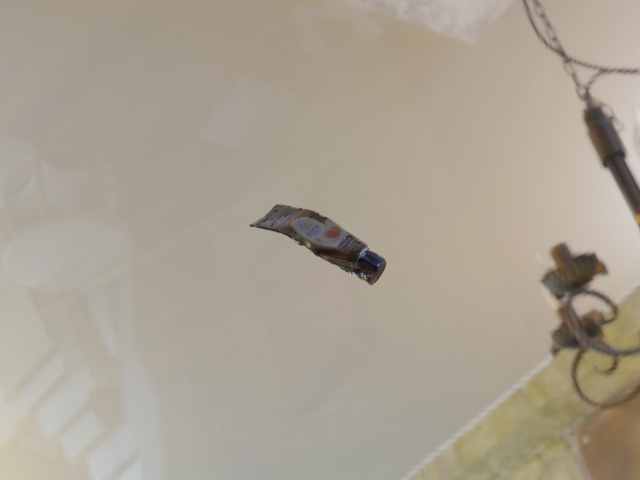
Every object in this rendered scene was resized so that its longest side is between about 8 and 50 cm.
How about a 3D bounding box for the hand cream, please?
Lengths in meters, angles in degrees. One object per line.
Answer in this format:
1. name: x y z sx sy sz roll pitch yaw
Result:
1. hand cream: 0.000 0.000 1.354 0.062 0.163 0.039 -44 -26 -43
